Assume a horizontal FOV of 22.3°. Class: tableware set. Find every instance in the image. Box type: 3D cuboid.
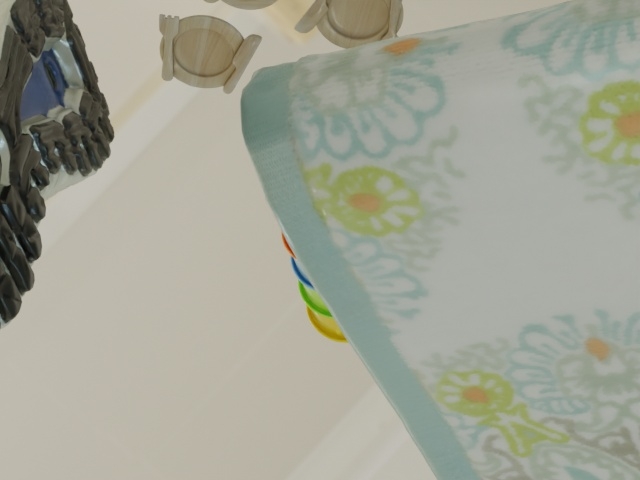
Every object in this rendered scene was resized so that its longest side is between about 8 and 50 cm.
[{"bbox_3d":[-0.029,-0.145,1.150,0.169,0.141,0.020,17,-138,-12],"label":"tableware set"}]

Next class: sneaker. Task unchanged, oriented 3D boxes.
[{"bbox_3d":[-0.204,-0.021,0.726,0.330,0.147,0.129,-63,-45,-70],"label":"sneaker"}]

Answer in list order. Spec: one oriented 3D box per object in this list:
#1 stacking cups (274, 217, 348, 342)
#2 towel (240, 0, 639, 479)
[{"bbox_3d":[0.000,0.000,1.583,0.096,0.096,0.316,42,170,26],"label":"stacking cups"},{"bbox_3d":[0.173,0.019,0.836,0.374,0.321,0.090,58,-151,-43],"label":"towel"}]
